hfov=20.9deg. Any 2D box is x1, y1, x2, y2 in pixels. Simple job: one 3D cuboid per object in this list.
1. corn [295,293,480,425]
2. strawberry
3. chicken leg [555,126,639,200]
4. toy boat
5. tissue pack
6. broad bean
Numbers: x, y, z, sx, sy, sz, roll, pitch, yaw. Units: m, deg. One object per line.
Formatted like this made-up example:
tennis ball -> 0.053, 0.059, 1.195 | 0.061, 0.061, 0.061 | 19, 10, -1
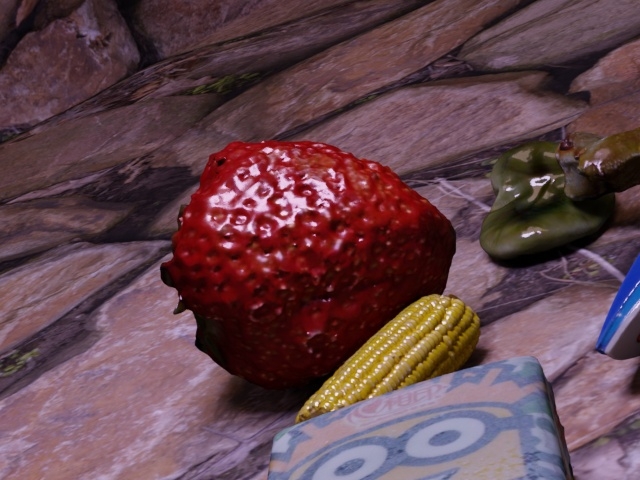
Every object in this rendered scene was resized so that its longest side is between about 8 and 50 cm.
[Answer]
corn -> 0.068, 0.122, 1.581 | 0.081, 0.081, 0.248 | -6, 20, 36
strawberry -> -0.004, 0.017, 1.710 | 0.276, 0.257, 0.257 | -1, 21, 11
chicken leg -> 0.443, -0.117, 1.796 | 0.361, 0.140, 0.211 | -22, -3, -13
toy boat -> 0.338, 0.023, 1.532 | 0.088, 0.129, 0.295 | 36, 53, 29
tissue pack -> 0.075, 0.211, 1.236 | 0.228, 0.128, 0.311 | -17, 16, 9
broad bean -> 0.247, -0.036, 1.906 | 0.153, 0.072, 0.207 | -18, 29, 12
